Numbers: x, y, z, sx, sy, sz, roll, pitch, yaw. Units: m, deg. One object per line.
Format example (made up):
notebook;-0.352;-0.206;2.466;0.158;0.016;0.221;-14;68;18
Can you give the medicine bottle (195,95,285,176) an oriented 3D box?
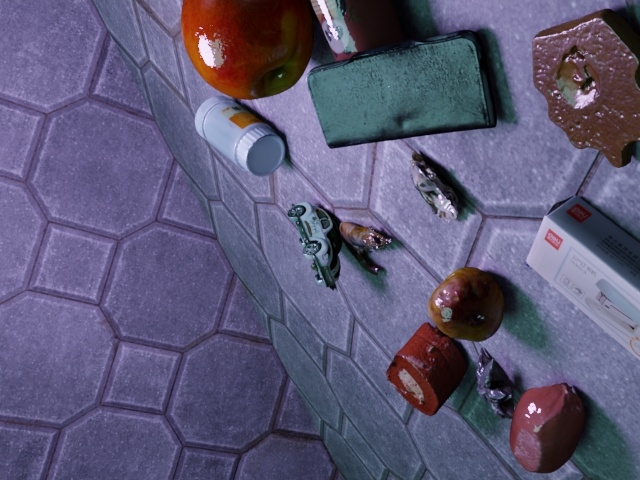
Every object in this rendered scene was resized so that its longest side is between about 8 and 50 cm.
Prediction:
medicine bottle;-0.249;-0.323;1.984;0.318;0.158;0.158;41;153;41

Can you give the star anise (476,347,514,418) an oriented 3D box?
star anise;0.405;0.341;1.505;0.204;0.061;0.180;-121;13;-79

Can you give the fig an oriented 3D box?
fig;0.305;0.129;1.401;0.159;0.159;0.257;61;179;-7

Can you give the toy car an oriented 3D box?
toy car;0.000;0.000;1.865;0.306;0.125;0.136;-117;3;-49

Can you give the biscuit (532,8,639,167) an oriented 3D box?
biscuit;0.379;-0.199;0.873;0.215;0.034;0.182;62;161;-15

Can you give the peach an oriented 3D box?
peach;-0.164;-0.475;1.410;0.308;0.308;0.332;102;147;-62

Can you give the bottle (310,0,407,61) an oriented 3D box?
bottle;0.076;-0.394;1.159;0.144;0.144;0.336;16;136;62

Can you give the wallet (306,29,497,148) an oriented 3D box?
wallet;0.134;-0.255;1.116;0.318;0.045;0.172;-5;121;29

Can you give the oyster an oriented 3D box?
oyster;0.231;-0.112;1.316;0.165;0.053;0.108;51;178;1

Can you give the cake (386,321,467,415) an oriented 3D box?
cake;0.286;0.349;1.714;0.177;0.151;0.283;39;155;16

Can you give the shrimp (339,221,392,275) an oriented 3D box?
shrimp;0.135;0.029;1.746;0.169;0.058;0.296;60;165;-18

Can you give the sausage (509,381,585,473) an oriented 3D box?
sausage;0.474;0.401;1.359;0.148;0.148;0.254;40;155;41

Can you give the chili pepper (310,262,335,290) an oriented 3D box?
chili pepper;0.015;0.118;2.179;0.118;0.035;0.055;48;172;2

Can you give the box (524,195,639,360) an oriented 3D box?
box;0.454;0.062;1.001;0.269;0.079;0.135;47;156;28
